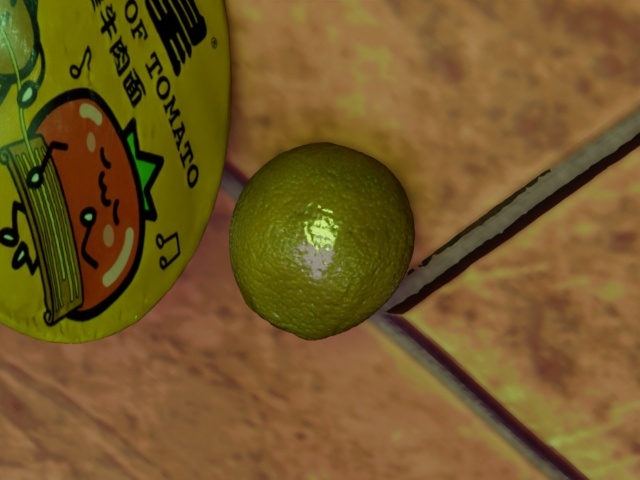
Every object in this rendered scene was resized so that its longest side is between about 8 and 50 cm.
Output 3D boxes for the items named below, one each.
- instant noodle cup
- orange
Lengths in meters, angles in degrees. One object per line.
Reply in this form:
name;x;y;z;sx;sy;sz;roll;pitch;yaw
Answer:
instant noodle cup;-0.159;-0.068;0.715;0.172;0.216;0.216;0;126;30
orange;0.000;0.000;0.786;0.085;0.085;0.085;9;128;12
